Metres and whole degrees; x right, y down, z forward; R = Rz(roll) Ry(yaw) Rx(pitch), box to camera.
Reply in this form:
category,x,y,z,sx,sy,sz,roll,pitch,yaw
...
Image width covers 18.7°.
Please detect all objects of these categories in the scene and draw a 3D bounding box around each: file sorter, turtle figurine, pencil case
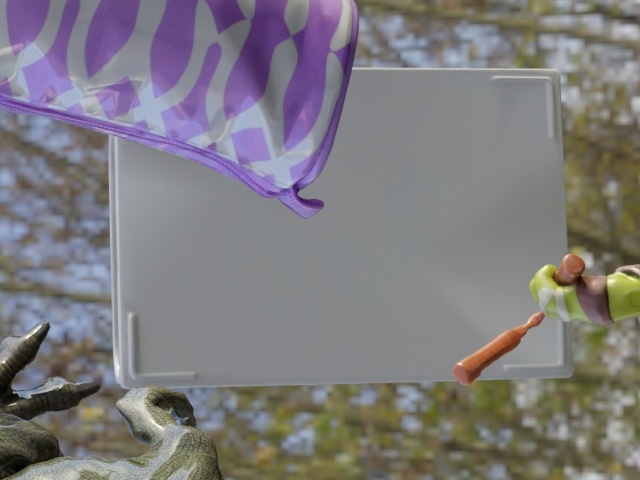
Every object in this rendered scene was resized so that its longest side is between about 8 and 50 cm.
category,x,y,z,sx,sy,sz,roll,pitch,yaw
file sorter,0.000,0.000,1.253,0.173,0.278,0.192,148,120,-76
turtle figurine,0.199,-0.008,0.941,0.087,0.269,0.217,50,137,42
pencil case,-0.089,-0.075,0.697,0.086,0.206,0.088,143,138,-69

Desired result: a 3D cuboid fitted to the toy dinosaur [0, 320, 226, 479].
category,x,y,z,sx,sy,sz,roll,pitch,yaw
toy dinosaur,-0.088,0.062,0.380,0.118,0.268,0.064,-150,56,-73
